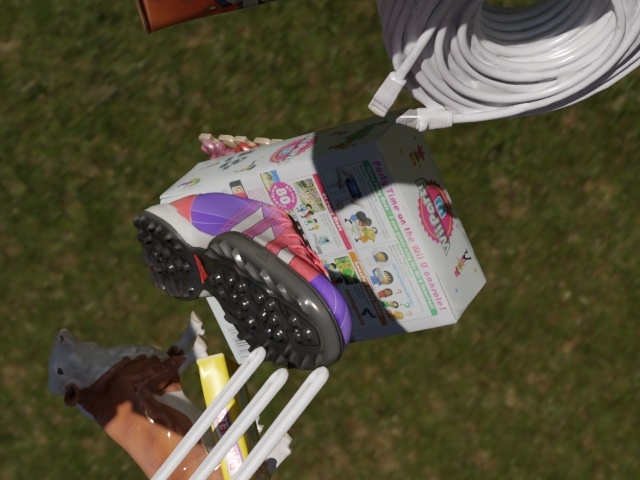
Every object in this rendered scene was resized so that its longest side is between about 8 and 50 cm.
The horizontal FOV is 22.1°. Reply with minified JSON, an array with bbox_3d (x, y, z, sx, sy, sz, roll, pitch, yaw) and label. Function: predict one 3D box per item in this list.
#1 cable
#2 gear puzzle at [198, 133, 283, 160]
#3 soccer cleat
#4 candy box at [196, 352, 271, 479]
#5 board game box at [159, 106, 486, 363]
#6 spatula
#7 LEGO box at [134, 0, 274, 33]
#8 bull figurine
[{"bbox_3d":[0.174,-0.203,1.345,0.257,0.257,0.089,110,152,-49],"label":"cable"},{"bbox_3d":[-0.011,-0.060,1.967,0.175,0.044,0.339,38,163,-32],"label":"gear puzzle"},{"bbox_3d":[-0.045,0.018,1.367,0.318,0.116,0.108,23,132,58],"label":"soccer cleat"},{"bbox_3d":[-0.053,0.193,1.264,0.027,0.105,0.206,-16,78,5],"label":"candy box"},{"bbox_3d":[0.000,0.000,1.820,0.303,0.097,0.224,-12,111,35],"label":"board game box"},{"bbox_3d":[-0.096,0.171,1.111,0.019,0.242,0.168,41,169,-18],"label":"spatula"},{"bbox_3d":[-0.006,-0.441,1.165,0.193,0.373,0.500,88,167,-70],"label":"LEGO box"},{"bbox_3d":[-0.182,0.203,1.946,0.188,0.101,0.310,-39,89,8],"label":"bull figurine"}]
